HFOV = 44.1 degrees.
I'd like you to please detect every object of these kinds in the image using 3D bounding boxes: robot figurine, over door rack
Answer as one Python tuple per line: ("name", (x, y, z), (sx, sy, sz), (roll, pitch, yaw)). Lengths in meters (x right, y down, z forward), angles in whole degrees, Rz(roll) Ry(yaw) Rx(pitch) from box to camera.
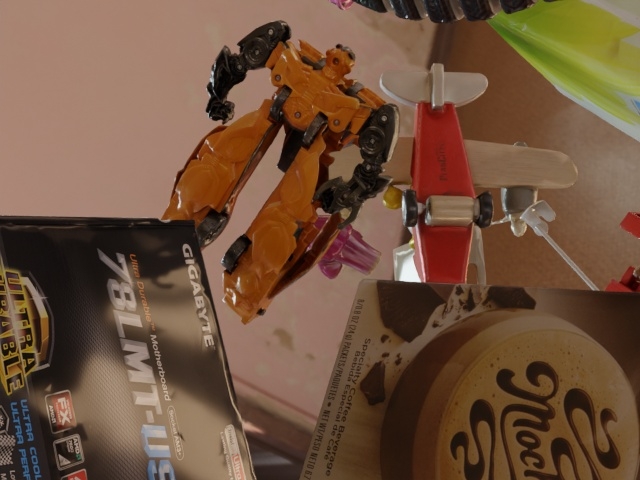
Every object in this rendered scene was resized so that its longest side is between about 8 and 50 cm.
("robot figurine", (-0.047, -0.070, 0.794), (0.291, 0.211, 0.085), (-55, -10, 22))
("over door rack", (0.297, 0.141, 1.082), (0.240, 0.108, 0.324), (-55, 49, 34))

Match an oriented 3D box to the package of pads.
("package of pads", (0.297, -0.140, 0.668), (0.296, 0.229, 0.101), (44, 105, 36))

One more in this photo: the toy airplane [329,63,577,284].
("toy airplane", (0.196, -0.115, 1.396), (0.384, 0.386, 0.272), (-39, -26, -24))

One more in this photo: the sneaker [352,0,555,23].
("sneaker", (0.117, -0.195, 0.394), (0.281, 0.106, 0.163), (16, 59, 33))

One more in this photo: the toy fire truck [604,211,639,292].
("toy fire truck", (0.478, 0.044, 1.140), (0.047, 0.192, 0.135), (45, 111, 50))

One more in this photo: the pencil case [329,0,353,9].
("pencil case", (-0.016, -0.502, 1.400), (0.095, 0.209, 0.098), (-56, -15, 10))

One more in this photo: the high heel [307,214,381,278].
("high heel", (0.000, 0.000, 1.117), (0.082, 0.117, 0.244), (-58, 12, 0))

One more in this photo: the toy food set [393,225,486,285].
("toy food set", (0.247, 0.106, 1.629), (0.306, 0.092, 0.220), (152, 117, -65))

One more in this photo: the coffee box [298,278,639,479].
("coffee box", (0.138, 0.120, 0.409), (0.297, 0.118, 0.168), (-1, 65, 46))

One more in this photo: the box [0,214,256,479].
("box", (-0.170, 0.130, 0.587), (0.073, 0.293, 0.296), (-17, 83, 28))
